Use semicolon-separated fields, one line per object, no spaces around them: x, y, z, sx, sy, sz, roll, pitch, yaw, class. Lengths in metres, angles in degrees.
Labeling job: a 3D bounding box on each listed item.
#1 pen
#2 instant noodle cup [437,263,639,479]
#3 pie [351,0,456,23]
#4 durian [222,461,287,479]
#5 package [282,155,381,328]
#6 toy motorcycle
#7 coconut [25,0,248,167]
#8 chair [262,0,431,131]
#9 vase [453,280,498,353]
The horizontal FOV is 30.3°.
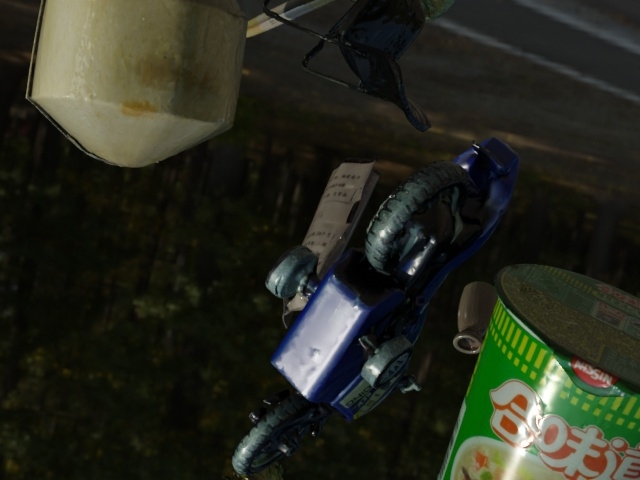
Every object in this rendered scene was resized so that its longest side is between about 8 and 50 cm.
-0.048;-0.377;1.912;0.233;0.040;0.032;-15;173;38;pen
0.186;0.166;0.951;0.207;0.233;0.207;20;-160;-8;instant noodle cup
0.115;-0.390;1.738;0.187;0.041;0.187;12;150;7;pie
-0.050;0.384;1.138;0.198;0.394;0.163;14;150;-35;durian
0.000;0.000;1.644;0.062;0.204;0.251;27;157;-4;package
0.041;0.056;0.901;0.113;0.315;0.169;43;-152;21;toy motorcycle
-0.255;-0.253;1.656;0.323;0.323;0.323;14;-178;-1;coconut
0.068;-0.247;1.402;0.221;0.145;0.140;37;174;33;chair
0.221;0.112;1.695;0.053;0.101;0.053;12;141;10;vase
